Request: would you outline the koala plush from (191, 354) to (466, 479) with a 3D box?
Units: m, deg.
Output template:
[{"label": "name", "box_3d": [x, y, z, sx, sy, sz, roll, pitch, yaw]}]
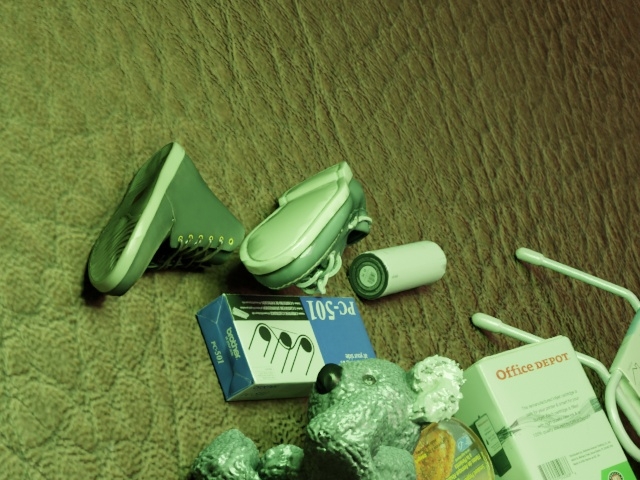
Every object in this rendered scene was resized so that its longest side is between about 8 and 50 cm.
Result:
[{"label": "koala plush", "box_3d": [0.030, 0.195, 1.343, 0.203, 0.196, 0.221, 55, 35, -21]}]

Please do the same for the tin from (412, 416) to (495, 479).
[{"label": "tin", "box_3d": [0.124, 0.256, 1.547, 0.106, 0.040, 0.189, 56, 32, 8]}]

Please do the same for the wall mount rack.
[{"label": "wall mount rack", "box_3d": [0.357, 0.151, 1.871, 0.304, 0.130, 0.350, 55, 32, -7]}]

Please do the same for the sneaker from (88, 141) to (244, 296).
[{"label": "sneaker", "box_3d": [-0.138, 0.001, 1.388, 0.118, 0.083, 0.222, 45, 33, -17]}]

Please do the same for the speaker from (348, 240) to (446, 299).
[{"label": "speaker", "box_3d": [0.092, 0.033, 1.686, 0.136, 0.055, 0.055, -11, 70, -56]}]

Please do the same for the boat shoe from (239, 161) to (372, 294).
[{"label": "boat shoe", "box_3d": [0.000, 0.000, 1.509, 0.099, 0.116, 0.319, 62, 14, -10]}]

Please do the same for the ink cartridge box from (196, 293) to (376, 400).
[{"label": "ink cartridge box", "box_3d": [-0.027, 0.108, 1.472, 0.207, 0.046, 0.097, 4, 59, -51]}]

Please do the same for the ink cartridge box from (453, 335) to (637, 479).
[{"label": "ink cartridge box", "box_3d": [0.253, 0.230, 1.656, 0.153, 0.087, 0.208, -11, 70, -36]}]
